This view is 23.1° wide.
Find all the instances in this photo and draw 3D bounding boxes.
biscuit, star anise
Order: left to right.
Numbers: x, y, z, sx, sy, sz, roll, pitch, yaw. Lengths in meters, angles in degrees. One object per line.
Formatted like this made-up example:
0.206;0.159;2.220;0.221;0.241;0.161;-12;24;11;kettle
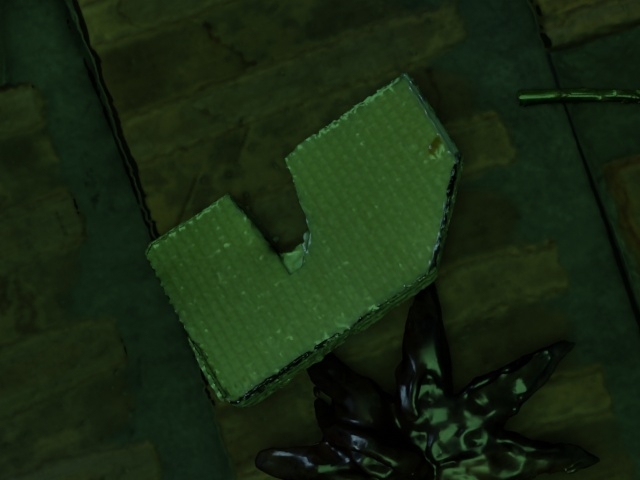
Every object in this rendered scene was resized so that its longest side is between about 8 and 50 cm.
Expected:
0.000;0.000;1.158;0.250;0.046;0.147;-36;72;8;biscuit
0.077;0.160;1.143;0.272;0.102;0.272;0;90;10;star anise

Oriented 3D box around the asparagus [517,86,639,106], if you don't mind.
0.204;-0.105;1.161;0.114;0.014;0.015;1;127;7;asparagus
